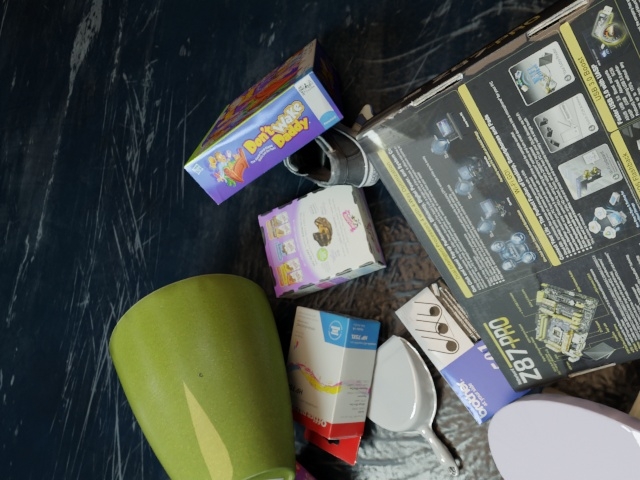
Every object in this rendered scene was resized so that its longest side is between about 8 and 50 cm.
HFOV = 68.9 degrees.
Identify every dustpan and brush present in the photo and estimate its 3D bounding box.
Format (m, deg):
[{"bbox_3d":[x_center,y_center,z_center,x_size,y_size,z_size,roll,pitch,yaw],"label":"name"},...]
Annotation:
[{"bbox_3d":[0.143,0.274,0.738,0.147,0.060,0.211,-48,55,25],"label":"dustpan and brush"}]

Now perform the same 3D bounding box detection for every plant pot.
[{"bbox_3d":[-0.154,0.249,0.718,0.275,0.275,0.293,-44,49,12],"label":"plant pot"}]

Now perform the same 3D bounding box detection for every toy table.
[{"bbox_3d":[0.357,0.262,0.535,0.274,0.161,0.252,35,121,40],"label":"toy table"}]

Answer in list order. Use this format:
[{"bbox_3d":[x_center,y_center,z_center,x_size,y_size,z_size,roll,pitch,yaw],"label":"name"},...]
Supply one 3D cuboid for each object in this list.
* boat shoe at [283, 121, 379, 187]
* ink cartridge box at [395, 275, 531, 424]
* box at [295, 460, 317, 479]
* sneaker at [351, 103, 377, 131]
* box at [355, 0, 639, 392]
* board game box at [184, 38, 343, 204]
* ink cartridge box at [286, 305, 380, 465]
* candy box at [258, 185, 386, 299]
[{"bbox_3d":[-0.017,-0.155,0.804,0.301,0.102,0.108,43,138,52],"label":"boat shoe"},{"bbox_3d":[0.219,0.164,0.725,0.097,0.046,0.207,-42,66,14],"label":"ink cartridge box"},{"bbox_3d":[-0.077,0.517,0.749,0.201,0.057,0.293,44,100,0],"label":"box"},{"bbox_3d":[0.178,-0.169,0.773,0.297,0.112,0.130,12,85,26],"label":"sneaker"},{"bbox_3d":[0.277,-0.038,0.518,0.318,0.097,0.394,-29,106,23],"label":"box"},{"bbox_3d":[-0.082,-0.223,0.805,0.233,0.078,0.347,-31,25,17],"label":"board game box"},{"bbox_3d":[0.009,0.234,0.771,0.134,0.078,0.230,2,80,49],"label":"ink cartridge box"},{"bbox_3d":[0.000,0.000,0.847,0.196,0.070,0.164,-21,71,21],"label":"candy box"}]
